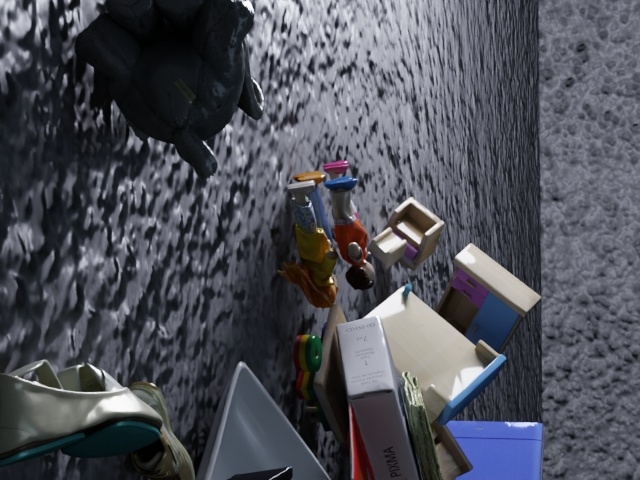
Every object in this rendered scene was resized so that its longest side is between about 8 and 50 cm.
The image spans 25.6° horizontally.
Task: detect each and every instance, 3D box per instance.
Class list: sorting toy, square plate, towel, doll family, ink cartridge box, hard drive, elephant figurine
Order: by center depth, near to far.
[{"bbox_3d":[-0.122,-0.170,1.323,0.186,0.169,0.239,-62,177,1],"label":"elephant figurine"},{"bbox_3d":[-0.061,0.369,1.515,0.344,0.049,0.347,58,33,-34],"label":"square plate"},{"bbox_3d":[0.000,0.000,1.768,0.263,0.118,0.163,-92,171,-80],"label":"doll family"},{"bbox_3d":[0.089,0.290,1.793,0.261,0.066,0.296,-97,172,-49],"label":"ink cartridge box"},{"bbox_3d":[0.132,0.254,1.835,0.110,0.027,0.148,-94,169,-70],"label":"towel"},{"bbox_3d":[0.010,0.179,1.843,0.274,0.046,0.132,69,27,-46],"label":"sorting toy"},{"bbox_3d":[0.254,0.454,2.308,0.040,0.210,0.319,58,35,-59],"label":"hard drive"}]

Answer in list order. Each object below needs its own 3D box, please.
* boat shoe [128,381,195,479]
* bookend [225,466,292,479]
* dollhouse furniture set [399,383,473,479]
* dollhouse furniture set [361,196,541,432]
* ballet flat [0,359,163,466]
[{"bbox_3d":[-0.159,0.200,1.329,0.135,0.050,0.045,69,28,-22],"label":"boat shoe"},{"bbox_3d":[-0.076,0.320,1.370,0.157,0.072,0.156,-20,96,-60],"label":"bookend"},{"bbox_3d":[0.084,0.403,2.074,0.355,0.174,0.303,58,35,-1],"label":"dollhouse furniture set"},{"bbox_3d":[0.128,0.149,2.100,0.303,0.286,0.198,-38,159,-39],"label":"dollhouse furniture set"},{"bbox_3d":[-0.205,0.136,1.149,0.248,0.086,0.086,16,74,-70],"label":"ballet flat"}]
